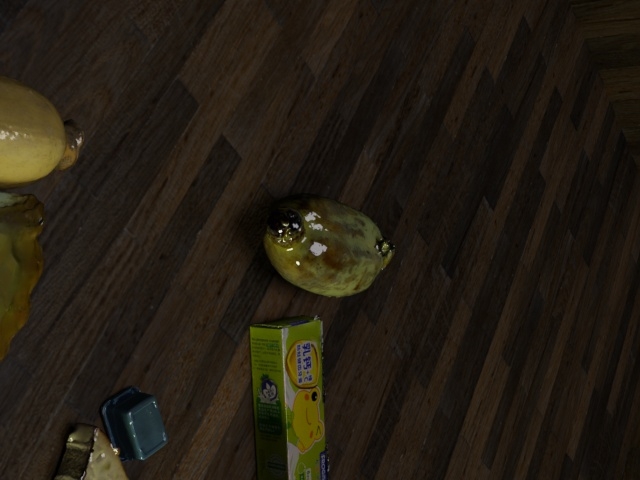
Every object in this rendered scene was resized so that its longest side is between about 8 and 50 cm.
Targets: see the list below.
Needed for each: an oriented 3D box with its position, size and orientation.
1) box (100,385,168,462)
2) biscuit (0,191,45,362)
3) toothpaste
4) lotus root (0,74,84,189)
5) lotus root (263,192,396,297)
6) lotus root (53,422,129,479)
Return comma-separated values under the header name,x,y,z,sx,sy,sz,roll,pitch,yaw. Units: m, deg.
name,x,y,z,sx,sy,sz,roll,pitch,yaw
box,-0.264,0.267,1.354,0.074,0.054,0.099,-32,114,-49
biscuit,-0.452,0.043,1.048,0.335,0.078,0.329,-47,134,-24
toothpaste,-0.052,0.296,1.610,0.110,0.077,0.328,-7,96,-50
lotus root,-0.407,-0.131,1.095,0.303,0.131,0.146,-3,50,-50
lotus root,0.000,0.000,1.617,0.309,0.173,0.173,20,75,-51
lotus root,-0.312,0.400,1.279,0.170,0.074,0.261,41,57,-45
